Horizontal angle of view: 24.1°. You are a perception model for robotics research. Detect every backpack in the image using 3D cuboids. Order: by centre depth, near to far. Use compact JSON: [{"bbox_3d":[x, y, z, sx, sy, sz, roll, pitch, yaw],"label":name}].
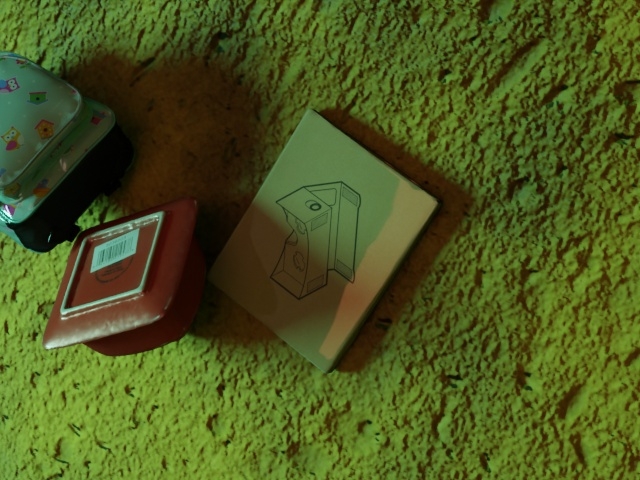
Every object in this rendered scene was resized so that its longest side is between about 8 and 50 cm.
[{"bbox_3d":[-0.309,-0.101,1.508,0.188,0.144,0.166,30,74,30],"label":"backpack"}]

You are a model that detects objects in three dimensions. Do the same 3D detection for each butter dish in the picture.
[{"bbox_3d":[-0.171,0.056,1.472,0.160,0.118,0.160,-17,43,28],"label":"butter dish"}]

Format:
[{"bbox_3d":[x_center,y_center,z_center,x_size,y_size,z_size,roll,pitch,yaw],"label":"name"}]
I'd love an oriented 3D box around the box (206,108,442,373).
[{"bbox_3d":[0.000,0.000,1.445,0.164,0.021,0.201,37,104,20],"label":"box"}]
